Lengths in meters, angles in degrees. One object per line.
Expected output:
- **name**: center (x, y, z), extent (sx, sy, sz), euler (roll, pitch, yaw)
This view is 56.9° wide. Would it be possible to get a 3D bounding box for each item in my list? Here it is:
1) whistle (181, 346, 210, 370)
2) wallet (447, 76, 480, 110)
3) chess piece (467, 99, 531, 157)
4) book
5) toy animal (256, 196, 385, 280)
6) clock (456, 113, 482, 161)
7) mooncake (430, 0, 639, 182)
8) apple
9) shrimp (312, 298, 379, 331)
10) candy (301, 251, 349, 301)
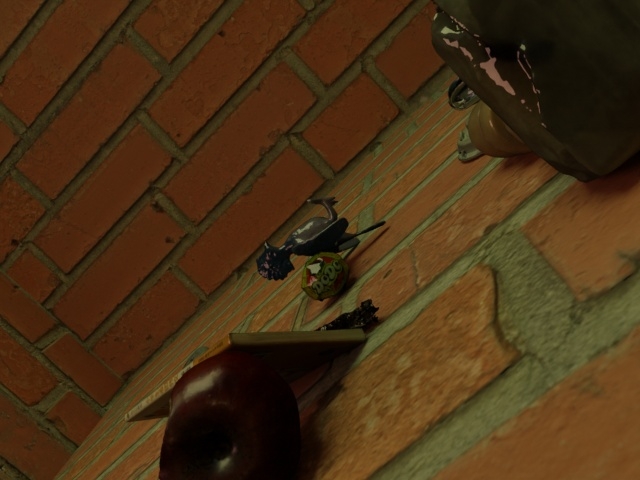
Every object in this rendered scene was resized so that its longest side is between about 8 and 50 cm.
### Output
- **whistle**: center (-0.267, 0.307, 1.321), extent (0.126, 0.067, 0.258), euler (-60, 15, -11)
- **wallet**: center (0.384, -0.359, 1.221), extent (0.250, 0.075, 0.176), euler (-34, -3, -44)
- **chess piece**: center (0.278, -0.172, 0.786), extent (0.143, 0.143, 0.261), euler (-45, 0, -3)
- **book**: center (-0.106, 0.184, 0.791), extent (0.207, 0.020, 0.295), euler (5, -32, -41)
- **toy animal**: center (0.000, 0.000, 1.193), extent (0.239, 0.255, 0.177), euler (9, -94, -81)
- **clock**: center (0.334, -0.242, 1.093), extent (0.236, 0.053, 0.236), euler (-45, 6, 6)
- **mooncake**: center (0.267, -0.212, 0.583), extent (0.254, 0.250, 0.136), euler (-39, -11, 10)
- **apple**: center (-0.089, 0.199, 0.626), extent (0.147, 0.156, 0.158), euler (-36, -7, -3)
- **shrimp**: center (0.018, 0.127, 0.811), extent (0.091, 0.034, 0.161), euler (-20, -13, -43)
- **candy**: center (0.004, 0.069, 1.168), extent (0.091, 0.083, 0.305), euler (-40, 0, -3)
